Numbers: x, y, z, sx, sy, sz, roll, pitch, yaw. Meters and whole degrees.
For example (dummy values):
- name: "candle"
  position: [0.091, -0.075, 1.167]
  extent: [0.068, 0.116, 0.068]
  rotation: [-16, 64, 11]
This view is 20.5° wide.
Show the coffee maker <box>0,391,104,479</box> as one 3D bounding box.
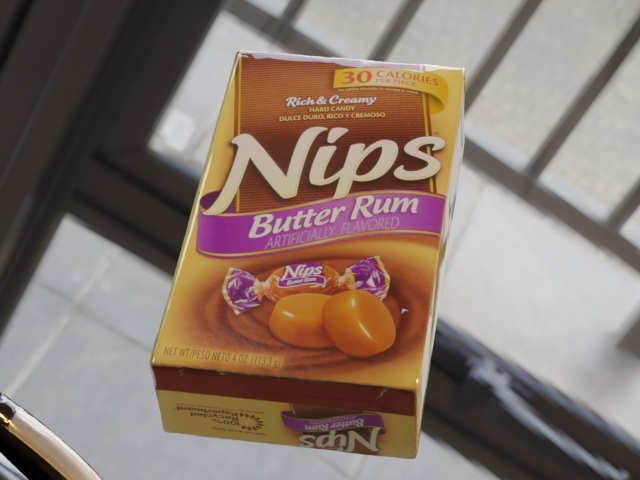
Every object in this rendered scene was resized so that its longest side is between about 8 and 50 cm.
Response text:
- name: "coffee maker"
  position: [-0.106, 0.149, 0.571]
  extent: [0.178, 0.120, 0.171]
  rotation: [34, 64, -6]

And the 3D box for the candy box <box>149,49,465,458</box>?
- name: "candy box"
  position: [0.000, 0.000, 0.767]
  extent: [0.109, 0.053, 0.186]
  rotation: [5, 48, 7]
